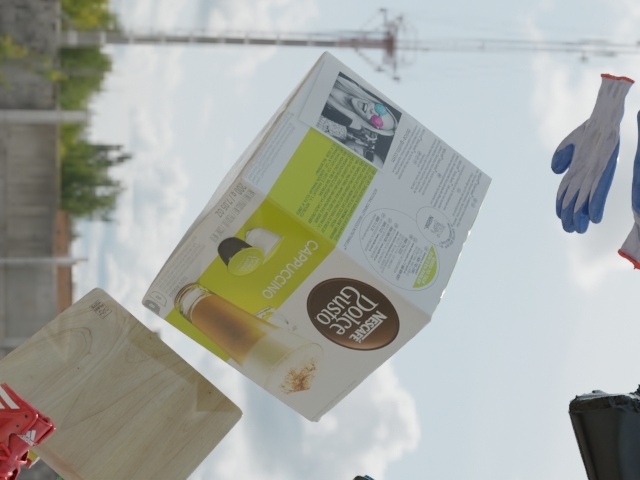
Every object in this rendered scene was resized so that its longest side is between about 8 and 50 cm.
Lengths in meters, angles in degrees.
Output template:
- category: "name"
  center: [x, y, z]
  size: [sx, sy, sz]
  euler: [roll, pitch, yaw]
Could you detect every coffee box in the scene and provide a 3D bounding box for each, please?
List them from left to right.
- category: "coffee box"
  center: [0.000, 0.000, 1.906]
  size: [0.337, 0.334, 0.338]
  euler: [-47, -170, 44]

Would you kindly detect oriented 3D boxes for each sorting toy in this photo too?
- category: "sorting toy"
  center: [-0.267, 0.219, 1.556]
  size: [0.089, 0.255, 0.257]
  euler: [-52, 175, 35]

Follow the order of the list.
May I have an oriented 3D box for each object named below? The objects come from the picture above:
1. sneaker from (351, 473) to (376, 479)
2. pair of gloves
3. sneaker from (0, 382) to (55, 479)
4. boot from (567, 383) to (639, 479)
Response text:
- category: "sneaker"
  center: [0.101, 0.467, 1.618]
  size: [0.341, 0.140, 0.125]
  euler: [55, -9, -3]
- category: "pair of gloves"
  center: [0.269, -0.067, 1.135]
  size: [0.198, 0.023, 0.159]
  euler: [38, -62, 60]
- category: "sneaker"
  center: [-0.337, 0.237, 1.304]
  size: [0.087, 0.128, 0.221]
  euler: [55, 11, -55]
- category: "boot"
  center: [0.276, 0.260, 1.278]
  size: [0.094, 0.247, 0.207]
  euler: [175, -100, -73]
